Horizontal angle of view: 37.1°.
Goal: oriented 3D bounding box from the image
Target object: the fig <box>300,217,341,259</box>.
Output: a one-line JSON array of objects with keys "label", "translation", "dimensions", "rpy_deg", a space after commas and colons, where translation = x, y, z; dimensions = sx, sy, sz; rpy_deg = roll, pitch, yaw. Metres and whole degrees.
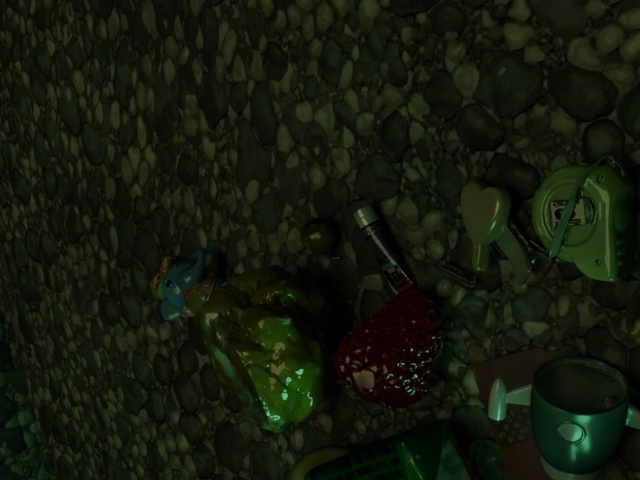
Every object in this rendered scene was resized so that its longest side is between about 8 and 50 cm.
[{"label": "fig", "translation": [0.000, 0.000, 2.076], "dimensions": [0.084, 0.082, 0.098], "rpy_deg": [-7, 114, 15]}]

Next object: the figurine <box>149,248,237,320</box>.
[{"label": "figurine", "translation": [-0.306, 0.110, 2.417], "dimensions": [0.262, 0.154, 0.180], "rpy_deg": [-2, 89, 32]}]

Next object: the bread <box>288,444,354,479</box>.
[{"label": "bread", "translation": [0.033, 0.558, 2.113], "dimensions": [0.213, 0.213, 0.105], "rpy_deg": [56, 173, 24]}]

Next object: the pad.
[{"label": "pad", "translation": [0.387, 0.338, 1.751], "dimensions": [0.181, 0.004, 0.267], "rpy_deg": [-24, 81, 42]}]

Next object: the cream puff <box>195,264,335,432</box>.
[{"label": "cream puff", "translation": [-0.090, 0.222, 2.094], "dimensions": [0.378, 0.275, 0.378], "rpy_deg": [47, 154, 31]}]

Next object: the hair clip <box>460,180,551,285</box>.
[{"label": "hair clip", "translation": [0.317, -0.012, 1.716], "dimensions": [0.218, 0.071, 0.159], "rpy_deg": [58, 138, 28]}]

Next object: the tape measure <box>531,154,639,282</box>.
[{"label": "tape measure", "translation": [0.426, -0.040, 1.545], "dimensions": [0.175, 0.106, 0.200], "rpy_deg": [8, 104, 44]}]

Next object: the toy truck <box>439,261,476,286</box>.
[{"label": "toy truck", "translation": [0.265, 0.066, 1.816], "dimensions": [0.083, 0.032, 0.024], "rpy_deg": [30, 117, 40]}]

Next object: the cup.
[{"label": "cup", "translation": [0.428, 0.309, 1.596], "dimensions": [0.300, 0.167, 0.173], "rpy_deg": [10, 118, 21]}]

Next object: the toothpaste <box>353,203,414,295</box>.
[{"label": "toothpaste", "translation": [0.129, 0.021, 1.956], "dimensions": [0.193, 0.045, 0.071], "rpy_deg": [62, 146, 8]}]

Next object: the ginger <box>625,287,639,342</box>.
[{"label": "ginger", "translation": [0.555, 0.050, 1.420], "dimensions": [0.116, 0.109, 0.263], "rpy_deg": [39, 130, 15]}]

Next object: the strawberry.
[{"label": "strawberry", "translation": [0.153, 0.208, 1.895], "dimensions": [0.205, 0.205, 0.244], "rpy_deg": [38, 104, 37]}]

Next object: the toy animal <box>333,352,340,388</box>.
[{"label": "toy animal", "translation": [0.024, 0.292, 2.151], "dimensions": [0.050, 0.028, 0.084], "rpy_deg": [-1, 98, 41]}]

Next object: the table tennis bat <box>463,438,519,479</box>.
[{"label": "table tennis bat", "translation": [0.305, 0.435, 1.867], "dimensions": [0.201, 0.033, 0.124], "rpy_deg": [18, 111, 40]}]

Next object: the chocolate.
[{"label": "chocolate", "translation": [0.180, 0.551, 1.905], "dimensions": [0.360, 0.161, 0.341], "rpy_deg": [-36, 81, 50]}]
